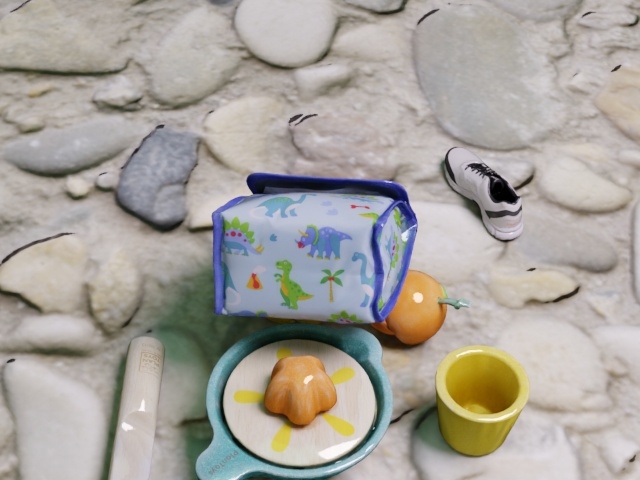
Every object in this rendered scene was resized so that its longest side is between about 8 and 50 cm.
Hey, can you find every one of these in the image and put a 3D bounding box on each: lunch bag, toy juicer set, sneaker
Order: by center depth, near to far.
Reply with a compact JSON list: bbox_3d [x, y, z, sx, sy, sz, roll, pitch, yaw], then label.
[{"bbox_3d":[-0.029,0.093,0.940,0.329,0.089,0.209,-14,50,-14],"label":"toy juicer set"},{"bbox_3d":[0.000,0.000,0.948,0.128,0.096,0.151,4,13,13],"label":"lunch bag"},{"bbox_3d":[0.145,-0.051,1.109,0.040,0.044,0.109,-22,51,-19],"label":"sneaker"}]
